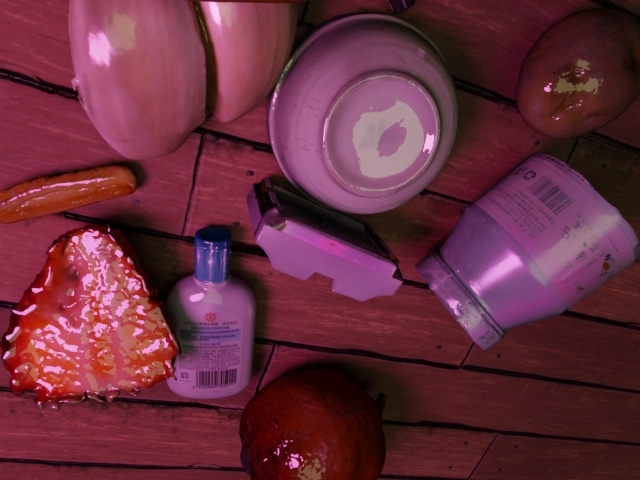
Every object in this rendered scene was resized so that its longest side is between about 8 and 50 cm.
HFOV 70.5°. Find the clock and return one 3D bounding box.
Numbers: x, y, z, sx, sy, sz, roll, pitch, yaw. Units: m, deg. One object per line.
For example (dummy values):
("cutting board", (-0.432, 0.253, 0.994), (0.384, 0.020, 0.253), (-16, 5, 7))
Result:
("clock", (0.000, 0.000, 0.730), (0.253, 0.186, 0.083), (23, 108, -21))

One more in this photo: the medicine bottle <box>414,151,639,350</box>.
("medicine bottle", (0.337, 0.028, 0.792), (0.290, 0.245, 0.245), (-41, 118, 12))

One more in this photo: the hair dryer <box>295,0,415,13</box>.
("hair dryer", (0.035, -0.349, 0.578), (0.219, 0.075, 0.195), (-53, 129, -23))

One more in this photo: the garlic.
("garlic", (-0.181, -0.261, 0.563), (0.286, 0.249, 0.313), (-30, 123, -47))

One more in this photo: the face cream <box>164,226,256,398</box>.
("face cream", (-0.197, 0.138, 0.816), (0.163, 0.080, 0.337), (1, 116, -12))

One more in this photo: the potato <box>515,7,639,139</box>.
("potato", (0.414, -0.261, 0.712), (0.235, 0.160, 0.178), (-18, 144, -14))

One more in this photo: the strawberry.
("strawberry", (-0.378, 0.123, 0.737), (0.253, 0.150, 0.280), (-23, 106, -6))

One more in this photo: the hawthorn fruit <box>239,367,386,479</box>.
("hawthorn fruit", (-0.015, 0.403, 0.896), (0.311, 0.295, 0.295), (18, 113, -46))

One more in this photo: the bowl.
("bowl", (0.073, -0.171, 0.680), (0.307, 0.163, 0.307), (-4, 117, -7))

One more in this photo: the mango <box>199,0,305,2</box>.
("mango", (-0.117, -0.302, 0.352), (0.383, 0.199, 0.221), (14, 156, -26))

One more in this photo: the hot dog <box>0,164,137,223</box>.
("hot dog", (-0.389, -0.077, 0.682), (0.215, 0.047, 0.066), (-16, 156, -3))
